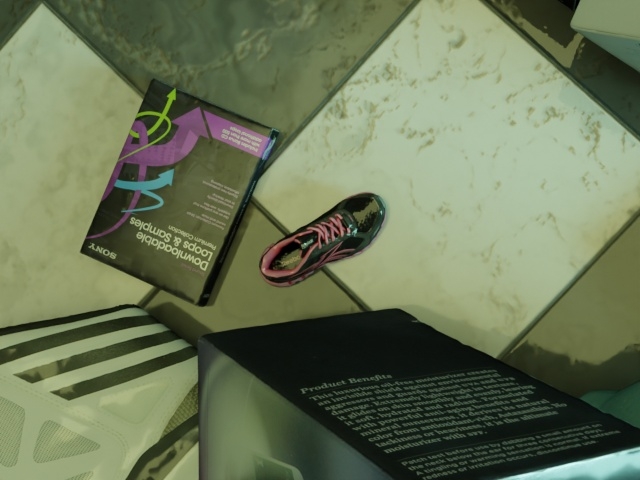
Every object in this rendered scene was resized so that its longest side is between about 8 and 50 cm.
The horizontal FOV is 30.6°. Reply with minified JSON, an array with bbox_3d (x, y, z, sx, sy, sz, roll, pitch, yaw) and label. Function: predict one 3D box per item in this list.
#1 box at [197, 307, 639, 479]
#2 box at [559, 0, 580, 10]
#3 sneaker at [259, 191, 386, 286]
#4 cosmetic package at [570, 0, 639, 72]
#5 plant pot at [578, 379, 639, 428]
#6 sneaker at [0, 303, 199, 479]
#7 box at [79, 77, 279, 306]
[{"bbox_3d":[0.050,0.229,0.760,0.183,0.294,0.296,-5,104,-27],"label":"box"},{"bbox_3d":[0.144,-0.268,0.883,0.180,0.147,0.077,37,94,10],"label":"box"},{"bbox_3d":[0.000,0.000,0.945,0.119,0.057,0.047,-33,81,6],"label":"sneaker"},{"bbox_3d":[0.326,-0.195,0.799,0.225,0.138,0.224,23,92,-35],"label":"cosmetic package"},{"bbox_3d":[0.263,0.203,0.799,0.196,0.293,0.293,8,89,36],"label":"plant pot"},{"bbox_3d":[-0.257,0.238,0.950,0.257,0.169,0.447,43,87,17],"label":"sneaker"},{"bbox_3d":[-0.119,-0.040,0.981,0.116,0.029,0.162,23,93,10],"label":"box"}]
